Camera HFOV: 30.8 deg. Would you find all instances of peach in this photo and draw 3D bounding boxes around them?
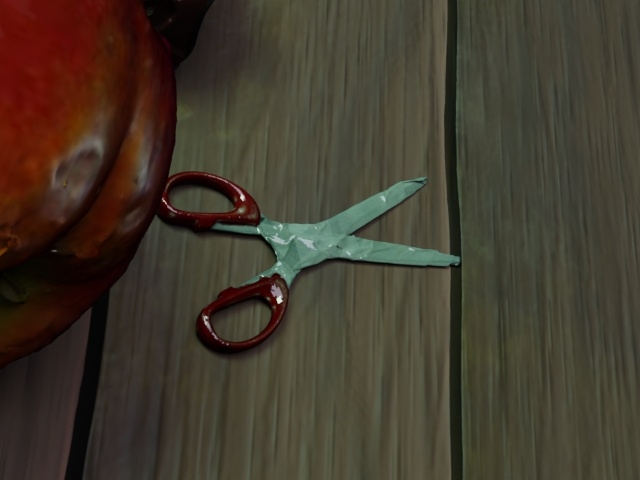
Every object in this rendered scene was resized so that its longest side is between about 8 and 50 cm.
[{"bbox_3d":[-0.289,-0.111,0.610,0.353,0.339,0.416,-32,82,-8],"label":"peach"}]

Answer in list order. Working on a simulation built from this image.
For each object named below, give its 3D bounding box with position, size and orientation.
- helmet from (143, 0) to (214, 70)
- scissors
[{"bbox_3d":[-0.157,-0.232,0.852,0.216,0.193,0.189,-21,71,11],"label":"helmet"},{"bbox_3d":[0.000,0.000,0.907,0.247,0.017,0.144,-10,71,-32],"label":"scissors"}]
